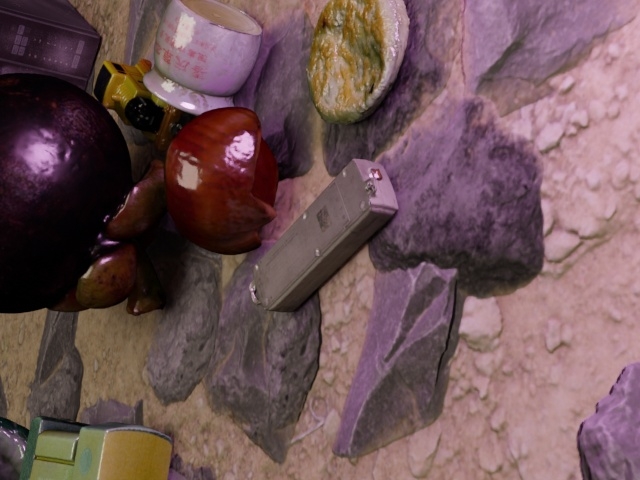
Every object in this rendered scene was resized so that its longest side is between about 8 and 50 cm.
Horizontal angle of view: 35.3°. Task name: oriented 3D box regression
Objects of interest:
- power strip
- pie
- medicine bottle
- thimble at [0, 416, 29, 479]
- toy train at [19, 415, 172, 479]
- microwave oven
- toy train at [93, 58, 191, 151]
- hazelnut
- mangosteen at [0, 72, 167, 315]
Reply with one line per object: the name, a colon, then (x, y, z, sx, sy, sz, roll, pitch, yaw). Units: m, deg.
power strip: (0.000, 0.001, 1.247, 0.272, 0.052, 0.078, -47, 49, 39)
pie: (0.043, -0.233, 1.244, 0.187, 0.041, 0.187, -13, 73, 52)
medicine bottle: (-0.170, -0.264, 1.444, 0.147, 0.147, 0.143, 51, 124, 45)
thimble: (-0.613, 0.466, 1.799, 0.167, 0.254, 0.288, -48, 47, 43)
toy train: (-0.378, 0.412, 1.590, 0.397, 0.160, 0.253, -10, 68, 51)
microwave oven: (-0.665, -0.294, 2.033, 0.374, 0.236, 0.432, 46, 119, 47)
toy train: (-0.281, -0.221, 1.601, 0.219, 0.127, 0.089, 50, 123, 46)
hazelnut: (-0.135, -0.077, 1.376, 0.170, 0.160, 0.202, -105, 3, -46)
mangosteen: (-0.422, -0.047, 1.539, 0.435, 0.382, 0.382, 32, 113, 12)
